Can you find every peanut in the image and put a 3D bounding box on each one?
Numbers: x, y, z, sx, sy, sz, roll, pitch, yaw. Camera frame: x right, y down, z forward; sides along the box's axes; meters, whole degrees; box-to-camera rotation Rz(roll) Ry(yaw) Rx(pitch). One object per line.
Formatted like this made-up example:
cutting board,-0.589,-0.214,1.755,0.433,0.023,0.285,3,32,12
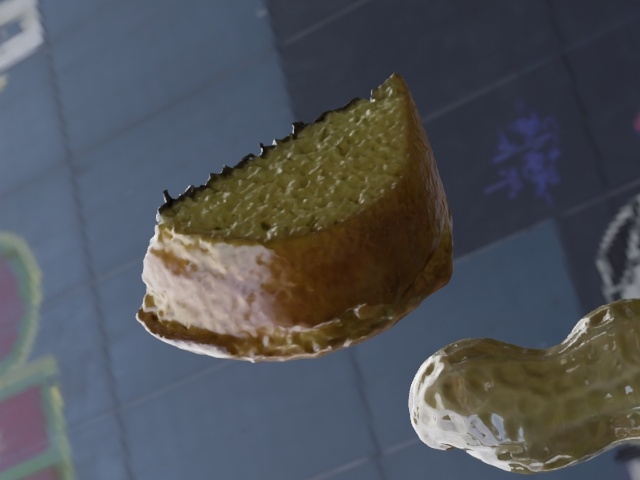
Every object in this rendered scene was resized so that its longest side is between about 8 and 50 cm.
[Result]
peanut,0.223,0.124,1.417,0.120,0.298,0.136,42,-142,-80

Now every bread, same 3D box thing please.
bread,0.010,0.001,1.126,0.260,0.134,0.129,-34,-44,-29
